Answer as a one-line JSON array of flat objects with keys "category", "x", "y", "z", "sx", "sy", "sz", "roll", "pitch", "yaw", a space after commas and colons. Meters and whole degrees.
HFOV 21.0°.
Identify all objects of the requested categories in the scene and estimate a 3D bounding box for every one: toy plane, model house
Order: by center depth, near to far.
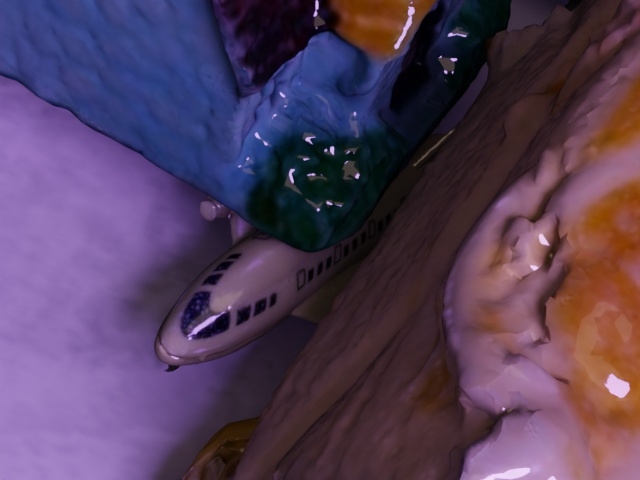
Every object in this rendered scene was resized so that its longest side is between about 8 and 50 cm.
[{"category": "model house", "x": -0.003, "y": -0.191, "z": 0.880, "sx": 0.230, "sy": 0.248, "sz": 0.280, "roll": 30, "pitch": 49, "yaw": 7}, {"category": "toy plane", "x": 0.000, "y": 0.000, "z": 0.948, "sx": 0.256, "sy": 0.104, "sz": 0.242, "roll": -37, "pitch": 85, "yaw": -30}]

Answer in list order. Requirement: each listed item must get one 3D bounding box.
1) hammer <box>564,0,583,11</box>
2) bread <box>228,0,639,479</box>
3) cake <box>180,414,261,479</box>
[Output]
[{"category": "hammer", "x": 0.269, "y": -0.146, "z": 1.048, "sx": 0.305, "sy": 0.113, "sz": 0.202, "roll": 10, "pitch": 58, "yaw": 0}, {"category": "bread", "x": 0.204, "y": 0.079, "z": 0.820, "sx": 0.371, "sy": 0.279, "sz": 0.390, "roll": 41, "pitch": 63, "yaw": -11}, {"category": "cake", "x": -0.057, "y": 0.157, "z": 0.938, "sx": 0.080, "sy": 0.116, "sz": 0.185, "roll": 20, "pitch": 104, "yaw": -1}]
